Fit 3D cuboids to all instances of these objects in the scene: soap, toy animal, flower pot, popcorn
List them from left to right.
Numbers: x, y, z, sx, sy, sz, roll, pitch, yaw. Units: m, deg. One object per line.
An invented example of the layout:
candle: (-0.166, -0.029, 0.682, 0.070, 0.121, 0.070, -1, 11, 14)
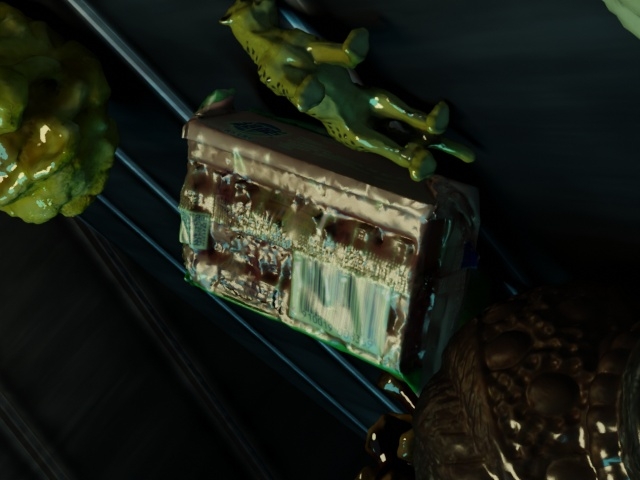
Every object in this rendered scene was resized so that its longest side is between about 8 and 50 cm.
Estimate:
popcorn: (-0.333, -0.138, 1.267, 0.250, 0.235, 0.241, 32, -146, -45)
soap: (-0.001, 0.000, 0.970, 0.273, 0.217, 0.098, 21, -158, 31)
toy animal: (0.020, -0.109, 0.833, 0.181, 0.073, 0.136, 29, 180, -36)
flower pot: (0.231, 0.143, 0.805, 0.266, 0.266, 0.267, 36, 156, -6)

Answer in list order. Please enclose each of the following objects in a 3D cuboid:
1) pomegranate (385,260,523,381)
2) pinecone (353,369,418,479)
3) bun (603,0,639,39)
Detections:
pomegranate: (0.123, 0.067, 1.058, 0.169, 0.148, 0.148, -2, 168, -6)
pinecone: (0.185, 0.272, 1.168, 0.384, 0.384, 0.384, 33, 166, 9)
bun: (0.167, -0.112, 0.350, 0.221, 0.108, 0.221, 33, 166, 9)
